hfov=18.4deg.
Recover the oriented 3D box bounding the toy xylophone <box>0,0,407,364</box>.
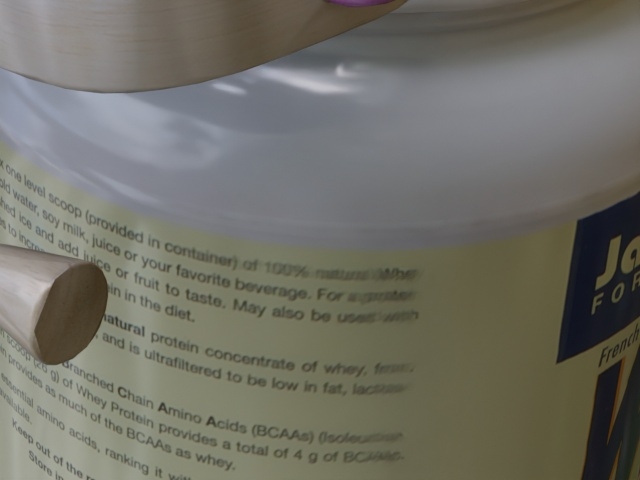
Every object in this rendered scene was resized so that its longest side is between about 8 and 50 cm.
[{"bbox_3d":[-0.121,-0.112,0.493,0.081,0.323,0.236,-37,-34,-38],"label":"toy xylophone"}]

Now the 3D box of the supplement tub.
[{"bbox_3d":[0.000,0.000,0.654,0.235,0.235,0.324,-54,-27,-53],"label":"supplement tub"}]
